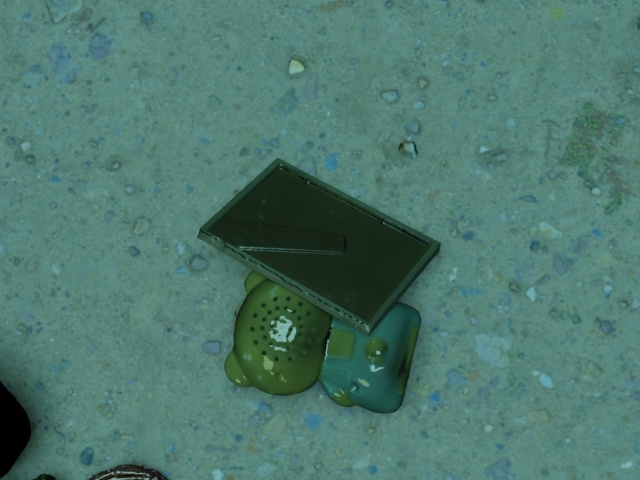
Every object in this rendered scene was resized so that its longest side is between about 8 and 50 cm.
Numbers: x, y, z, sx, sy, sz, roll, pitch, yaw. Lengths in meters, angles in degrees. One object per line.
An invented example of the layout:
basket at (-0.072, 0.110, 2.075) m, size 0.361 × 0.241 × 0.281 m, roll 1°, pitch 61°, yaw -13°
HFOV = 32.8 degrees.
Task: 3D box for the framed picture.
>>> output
framed picture at (0.000, 0.000, 1.561) m, size 0.289 × 0.020 × 0.211 m, roll 29°, pitch 46°, yaw 16°

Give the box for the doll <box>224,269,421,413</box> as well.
doll at (0.003, 0.146, 1.546) m, size 0.260 × 0.161 × 0.177 m, roll 14°, pitch 83°, yaw 4°

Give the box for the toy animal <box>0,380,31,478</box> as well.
toy animal at (-0.577, 0.304, 1.485) m, size 0.251 × 0.251 × 0.310 m, roll 34°, pitch 59°, yaw 9°

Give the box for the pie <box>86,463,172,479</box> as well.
pie at (-0.281, 0.415, 1.573) m, size 0.182 × 0.049 × 0.182 m, roll 0°, pitch 77°, yaw 0°

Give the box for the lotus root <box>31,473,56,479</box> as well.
lotus root at (-0.445, 0.415, 1.555) m, size 0.088 × 0.113 × 0.192 m, roll 33°, pitch 85°, yaw 44°
